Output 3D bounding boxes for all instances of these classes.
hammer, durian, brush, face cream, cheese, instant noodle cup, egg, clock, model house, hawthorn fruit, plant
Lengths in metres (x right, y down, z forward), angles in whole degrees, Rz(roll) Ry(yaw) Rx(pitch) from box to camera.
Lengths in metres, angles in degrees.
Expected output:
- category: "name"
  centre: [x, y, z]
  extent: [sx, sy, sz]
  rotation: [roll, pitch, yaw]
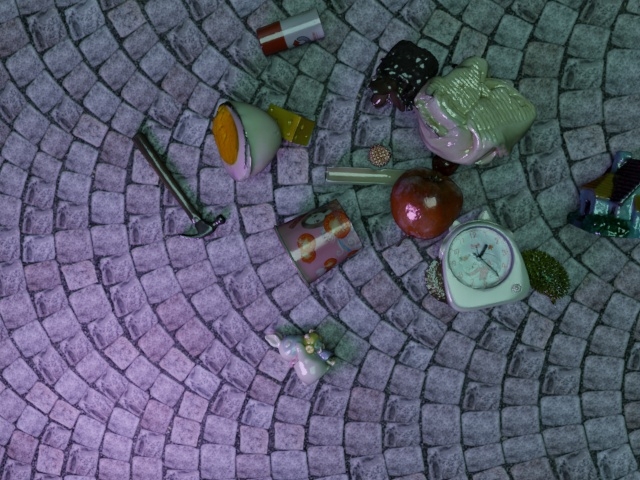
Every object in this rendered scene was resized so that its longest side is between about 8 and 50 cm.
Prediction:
- category: "hammer"
  centre: [-0.526, -0.197, 1.879]
  extent: [0.168, 0.044, 0.440]
  rotation: [-34, 91, 6]
- category: "durian"
  centre: [0.757, 0.117, 1.767]
  extent: [0.220, 0.095, 0.137]
  rotation: [40, 98, -5]
- category: "brush"
  centre: [0.175, -0.219, 1.813]
  extent: [0.321, 0.050, 0.060]
  rotation: [2, 93, -3]
- category: "face cream"
  centre: [-0.099, -0.696, 1.761]
  extent: [0.214, 0.096, 0.096]
  rotation: [-17, 94, 7]
- category: "cheese"
  centre: [-0.124, -0.403, 1.805]
  extent: [0.171, 0.126, 0.093]
  rotation: [29, 104, 21]
- category: "instant noodle cup"
  centre: [0.000, 0.000, 1.763]
  extent: [0.231, 0.243, 0.243]
  rotation: [-29, 92, 0]
- category: "egg"
  centre: [-0.240, -0.339, 1.765]
  extent: [0.174, 0.286, 0.264]
  rotation: [-17, 104, -31]
- category: "clock"
  centre: [0.529, 0.065, 1.748]
  extent: [0.265, 0.108, 0.324]
  rotation: [-12, 81, 8]
- category: "model house"
  centre: [0.931, -0.150, 1.627]
  extent: [0.229, 0.280, 0.249]
  rotation: [4, 102, 4]
- category: "hawthorn fruit"
  centre: [0.349, -0.109, 1.709]
  extent: [0.231, 0.235, 0.263]
  rotation: [-16, 102, -2]
- category: "plant"
  centre: [0.264, -0.515, 1.700]
  extent: [0.178, 0.204, 0.234]
  rotation: [32, 87, 11]

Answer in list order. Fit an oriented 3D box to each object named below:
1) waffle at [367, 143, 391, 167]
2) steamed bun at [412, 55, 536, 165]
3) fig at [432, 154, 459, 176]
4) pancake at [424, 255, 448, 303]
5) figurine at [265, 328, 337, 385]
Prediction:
- category: "waffle"
  centre: [0.201, -0.292, 1.807]
  extent: [0.083, 0.029, 0.075]
  rotation: [28, 95, 5]
- category: "steamed bun"
  centre: [0.456, -0.391, 1.676]
  extent: [0.394, 0.237, 0.347]
  rotation: [10, 64, -14]
- category: "fig"
  centre: [0.441, -0.264, 1.772]
  extent: [0.125, 0.089, 0.089]
  rotation: [-19, 94, -21]
- category: "pancake"
  centre: [0.463, 0.131, 1.830]
  extent: [0.199, 0.021, 0.199]
  rotation: [1, 95, 5]
- category: "figurine"
  centre: [-0.073, 0.384, 1.855]
  extent: [0.235, 0.127, 0.155]
  rotation: [48, 116, 2]
